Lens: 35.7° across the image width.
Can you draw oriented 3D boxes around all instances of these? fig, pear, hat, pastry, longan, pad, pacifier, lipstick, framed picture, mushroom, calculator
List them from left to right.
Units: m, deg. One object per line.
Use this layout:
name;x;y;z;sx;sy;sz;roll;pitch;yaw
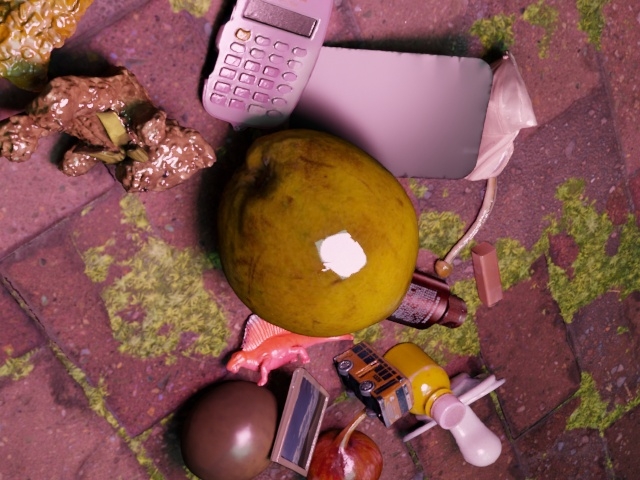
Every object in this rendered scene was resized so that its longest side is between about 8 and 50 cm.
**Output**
pastry;-0.419;-0.349;1.447;0.154;0.102;0.250;25;98;-23
longan;-0.171;0.376;1.944;0.220;0.196;0.196;-41;129;-11
calculator;-0.096;-0.323;1.704;0.194;0.043;0.294;10;113;-34
framed picture;-0.040;0.371;2.010;0.260;0.023;0.189;59;45;-67
pear;0.000;0.000;1.758;0.352;0.352;0.413;-46;125;-2
fig;0.045;0.465;2.137;0.175;0.175;0.207;-26;137;-18
pad;0.128;-0.271;1.847;0.375;0.063;0.315;3;117;-12
pacifier;0.328;0.418;2.255;0.279;0.227;0.207;-28;82;-16
mushroom;0.328;-0.057;2.116;0.068;0.043;0.306;6;112;-61
hat;0.321;-0.245;1.950;0.226;0.219;0.164;-37;109;18
lipstick;0.370;0.076;2.206;0.045;0.045;0.145;-26;125;-16

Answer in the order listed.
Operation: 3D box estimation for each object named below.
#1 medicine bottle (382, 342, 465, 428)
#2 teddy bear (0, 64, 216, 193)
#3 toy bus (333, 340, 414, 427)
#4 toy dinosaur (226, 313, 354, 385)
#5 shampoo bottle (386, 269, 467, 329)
medicine bottle;0.224;0.321;2.140;0.122;0.212;0.122;-14;122;-25
teddy bear;-0.335;-0.146;1.544;0.296;0.246;0.222;-39;104;-52
toy bus;0.116;0.299;2.083;0.103;0.182;0.091;-29;127;-18
toy dinosaur;-0.069;0.186;2.001;0.286;0.070;0.139;-21;100;-28
shampoo bottle;0.177;0.115;2.085;0.323;0.084;0.129;18;107;-38
